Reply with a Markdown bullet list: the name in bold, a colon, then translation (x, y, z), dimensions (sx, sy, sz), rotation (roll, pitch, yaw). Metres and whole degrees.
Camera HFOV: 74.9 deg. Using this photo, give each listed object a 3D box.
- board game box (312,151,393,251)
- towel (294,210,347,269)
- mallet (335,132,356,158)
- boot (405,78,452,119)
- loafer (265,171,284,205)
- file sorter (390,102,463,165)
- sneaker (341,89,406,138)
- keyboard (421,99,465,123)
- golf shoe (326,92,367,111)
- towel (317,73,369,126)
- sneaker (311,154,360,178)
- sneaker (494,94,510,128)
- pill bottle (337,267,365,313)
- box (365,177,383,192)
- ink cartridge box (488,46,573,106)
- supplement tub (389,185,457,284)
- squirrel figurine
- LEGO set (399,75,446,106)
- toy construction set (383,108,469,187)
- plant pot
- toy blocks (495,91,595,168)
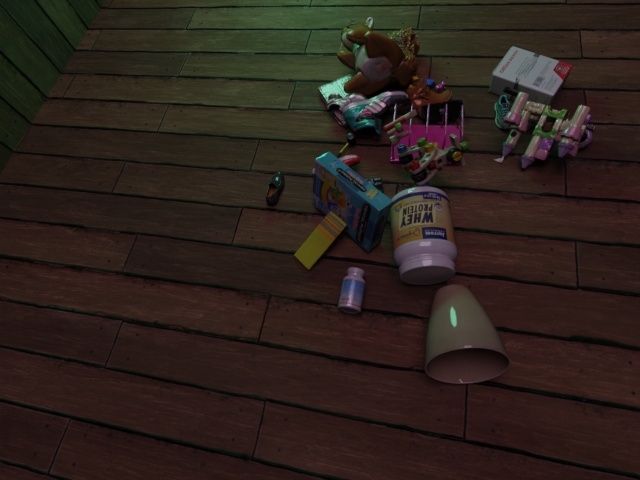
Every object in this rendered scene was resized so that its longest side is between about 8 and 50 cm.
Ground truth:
- **board game box**: translation (0.109, -0.148, 1.627), dimensions (0.079, 0.253, 0.336), rotation (-34, 62, -26)
- **towel**: translation (0.000, 0.000, 1.669), dimensions (0.237, 0.021, 0.102), rotation (-50, 60, 7)
- **mallet**: translation (0.092, -0.401, 1.866), dimensions (0.039, 0.062, 0.189), rotation (36, 75, 24)
- **boot**: translation (0.489, -0.661, 1.877), dimensions (0.197, 0.073, 0.152), rotation (-39, 108, -8)
- **loafer**: translation (-0.200, -0.237, 1.835), dimensions (0.062, 0.061, 0.169), rotation (4, 64, 12)
- **file sorter**: translation (0.449, -0.458, 1.768), dimensions (0.291, 0.182, 0.202), rotation (4, 65, 11)
- **sneaker**: translation (0.259, -0.549, 1.861), dimensions (0.296, 0.124, 0.178), rotation (-17, 81, 3)
- **keyboard**: translation (0.547, -0.567, 1.875), dimensions (0.192, 0.038, 0.100), rotation (-10, 91, -3)
- **golf shoe**: translation (0.121, -0.627, 1.921), dimensions (0.186, 0.067, 0.085), rotation (3, 74, 19)
- **towel**: translation (0.125, -0.670, 2.001), dimensions (0.187, 0.049, 0.282), rotation (-24, 64, -5)
- **sneaker**: translation (0.080, -0.280, 1.810), dimensions (0.221, 0.087, 0.127), rotation (-20, 71, 13)
- **sneaker**: translation (0.797, -0.562, 1.821), dimensions (0.065, 0.076, 0.166), rotation (-5, 64, 8)
- **pill bottle**: translation (0.120, 0.186, 1.561), dimensions (0.087, 0.087, 0.160), rotation (7, 66, 13)
- **box**: translation (0.224, -0.233, 1.787), dimensions (0.084, 0.018, 0.067), rotation (-6, 64, 7)
- **ink cartridge box**: translation (0.923, -0.718, 1.854), dimensions (0.273, 0.114, 0.197), rotation (32, 74, 21)
- **supplement tub**: translation (0.376, -0.015, 1.539), dimensions (0.229, 0.228, 0.316), rotation (-4, 64, 7)
- **squirrel figurine**: translation (0.272, -0.895, 1.999), dimensions (0.398, 0.280, 0.370), rotation (0, 45, -17)
- **LEGO set**: translation (0.468, -0.713, 1.939), dimensions (0.228, 0.093, 0.086), rotation (-16, 63, 2)
- **toy construction set**: translation (0.416, -0.361, 1.605), dimensions (0.237, 0.257, 0.308), rotation (-29, 94, 11)
- **plant pot**: translation (0.462, 0.292, 1.386), dimensions (0.257, 0.256, 0.273), rotation (-3, 48, 8)
- **toy blocks**: translation (0.893, -0.399, 1.677), dimensions (0.289, 0.309, 0.259), rotation (28, 105, 33)
